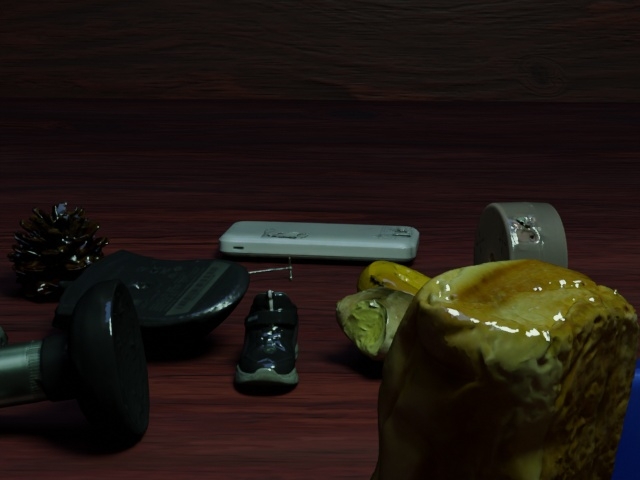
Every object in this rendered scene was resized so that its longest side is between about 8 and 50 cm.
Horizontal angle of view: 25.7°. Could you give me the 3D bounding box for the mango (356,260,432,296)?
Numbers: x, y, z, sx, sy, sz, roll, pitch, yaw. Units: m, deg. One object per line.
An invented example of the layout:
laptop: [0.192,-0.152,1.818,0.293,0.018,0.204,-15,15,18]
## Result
mango: [0.110,0.075,1.731,0.101,0.066,0.187,-1,17,-38]

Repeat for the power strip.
power strip: [0.248,0.025,1.742,0.078,0.154,0.154,1,14,-12]

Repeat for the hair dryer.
hair dryer: [-0.321,0.102,1.462,0.320,0.156,0.284,-5,24,11]

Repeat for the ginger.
ginger: [0.161,0.110,1.581,0.294,0.086,0.131,8,5,-2]

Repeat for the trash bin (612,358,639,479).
trash bin: [0.278,0.165,1.176,0.234,0.162,0.184,1,0,19]

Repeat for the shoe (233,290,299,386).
shoe: [-0.055,0.100,1.557,0.071,0.099,0.169,3,15,1]

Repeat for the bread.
bread: [0.113,0.162,0.949,0.167,0.294,0.132,-13,24,-42]

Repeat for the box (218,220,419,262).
box: [0.000,0.000,2.056,0.285,0.044,0.142,2,12,7]

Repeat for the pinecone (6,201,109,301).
pinecone: [-0.341,0.013,1.847,0.140,0.121,0.140,-1,23,0]

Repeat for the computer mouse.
computer mouse: [-0.201,0.081,1.656,0.264,0.088,0.147,9,34,30]

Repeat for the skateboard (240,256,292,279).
skateboard: [-0.083,0.041,1.929,0.083,0.032,0.064,-6,5,-13]
